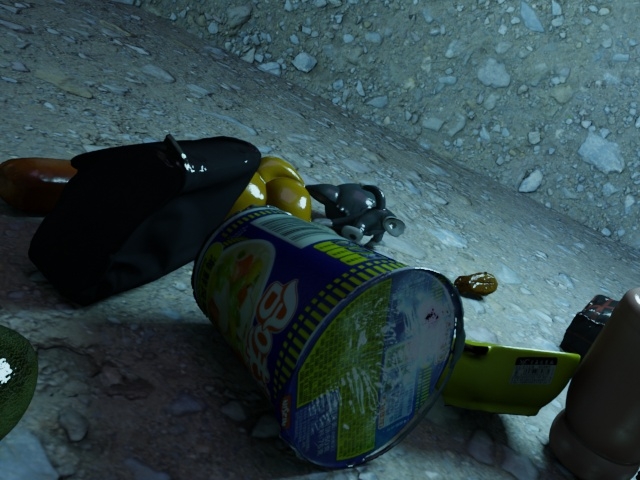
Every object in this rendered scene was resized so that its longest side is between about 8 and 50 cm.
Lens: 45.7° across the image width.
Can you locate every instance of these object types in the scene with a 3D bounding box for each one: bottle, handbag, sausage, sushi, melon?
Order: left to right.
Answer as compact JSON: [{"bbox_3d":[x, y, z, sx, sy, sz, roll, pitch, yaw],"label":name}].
[{"bbox_3d":[-0.328,0.137,0.698,0.114,0.114,0.167,26,17,2],"label":"melon"},{"bbox_3d":[-0.391,-0.086,1.256,0.089,0.083,0.300,38,20,33],"label":"sausage"},{"bbox_3d":[-0.248,-0.072,1.091,0.178,0.275,0.302,39,21,9],"label":"handbag"},{"bbox_3d":[0.352,0.098,1.708,0.117,0.062,0.060,18,-13,-25],"label":"sushi"},{"bbox_3d":[0.613,0.203,1.600,0.169,0.155,0.215,26,20,26],"label":"handbag"},{"bbox_3d":[0.480,0.233,1.155,0.206,0.297,0.173,-5,35,-47],"label":"bottle"}]

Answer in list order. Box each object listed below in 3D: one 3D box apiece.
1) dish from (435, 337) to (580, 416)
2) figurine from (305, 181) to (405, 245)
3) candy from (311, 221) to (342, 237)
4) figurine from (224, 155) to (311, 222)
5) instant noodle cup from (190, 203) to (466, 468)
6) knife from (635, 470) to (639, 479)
[{"bbox_3d":[0.265,0.211,1.178,0.262,0.108,0.221,11,-8,-34],"label":"dish"},{"bbox_3d":[0.079,-0.062,1.656,0.193,0.140,0.265,4,-4,-21],"label":"figurine"},{"bbox_3d":[0.000,0.000,1.558,0.103,0.043,0.103,23,19,-8],"label":"candy"},{"bbox_3d":[-0.141,-0.061,1.330,0.228,0.215,0.215,23,16,-44],"label":"figurine"},{"bbox_3d":[-0.017,0.096,1.005,0.284,0.284,0.312,7,18,-42],"label":"instant noodle cup"},{"bbox_3d":[0.472,0.404,1.118,0.060,0.028,0.230,17,20,15],"label":"knife"}]
